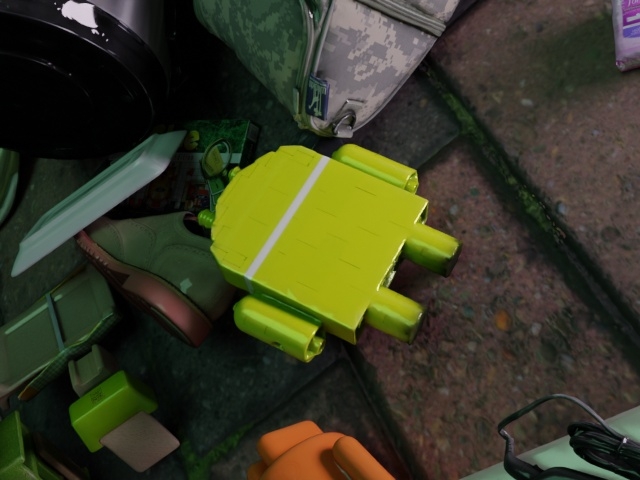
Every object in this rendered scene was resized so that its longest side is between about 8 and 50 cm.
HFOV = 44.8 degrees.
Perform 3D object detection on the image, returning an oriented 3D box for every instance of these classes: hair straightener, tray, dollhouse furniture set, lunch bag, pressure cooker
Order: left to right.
[{"bbox_3d":[-0.363,-0.367,1.041,0.370,0.375,0.420,-10,63,25],"label":"pressure cooker"},{"bbox_3d":[-0.312,0.193,1.027,0.198,0.151,0.301,-35,37,-4],"label":"dollhouse furniture set"},{"bbox_3d":[-0.299,-0.058,1.028,0.270,0.030,0.145,-32,23,18],"label":"tray"},{"bbox_3d":[-0.006,-0.292,0.898,0.305,0.213,0.256,47,119,36],"label":"lunch bag"},{"bbox_3d":[0.219,0.159,0.503,0.231,0.047,0.089,20,87,40],"label":"hair straightener"}]

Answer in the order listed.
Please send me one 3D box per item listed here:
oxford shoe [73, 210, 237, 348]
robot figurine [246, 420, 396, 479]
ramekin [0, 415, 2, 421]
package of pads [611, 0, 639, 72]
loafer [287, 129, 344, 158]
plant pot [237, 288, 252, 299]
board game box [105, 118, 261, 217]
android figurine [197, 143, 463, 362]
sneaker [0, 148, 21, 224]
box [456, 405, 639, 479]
[{"bbox_3d":[-0.203,0.021,0.983,0.130,0.123,0.348,-47,40,-15],"label":"oxford shoe"},{"bbox_3d":[0.018,0.273,0.734,0.158,0.128,0.219,-46,53,0],"label":"robot figurine"},{"bbox_3d":[-0.567,0.324,1.130,0.207,0.109,0.207,-11,69,31],"label":"ramekin"},{"bbox_3d":[0.310,-0.208,0.750,0.050,0.032,0.083,-7,71,30],"label":"package of pads"},{"bbox_3d":[-0.039,-0.061,0.931,0.170,0.062,0.061,-54,41,-3],"label":"loafer"},{"bbox_3d":[-0.052,0.050,0.893,0.079,0.083,0.083,-7,70,47],"label":"plant pot"},{"bbox_3d":[-0.202,-0.100,1.071,0.260,0.030,0.136,5,75,36],"label":"board game box"},{"bbox_3d":[0.000,0.000,0.816,0.273,0.056,0.248,23,66,18],"label":"android figurine"},{"bbox_3d":[-0.642,-0.053,1.261,0.158,0.182,0.410,42,100,37],"label":"sneaker"},{"bbox_3d":[0.227,0.214,0.594,0.232,0.149,0.126,-31,60,23],"label":"box"}]
